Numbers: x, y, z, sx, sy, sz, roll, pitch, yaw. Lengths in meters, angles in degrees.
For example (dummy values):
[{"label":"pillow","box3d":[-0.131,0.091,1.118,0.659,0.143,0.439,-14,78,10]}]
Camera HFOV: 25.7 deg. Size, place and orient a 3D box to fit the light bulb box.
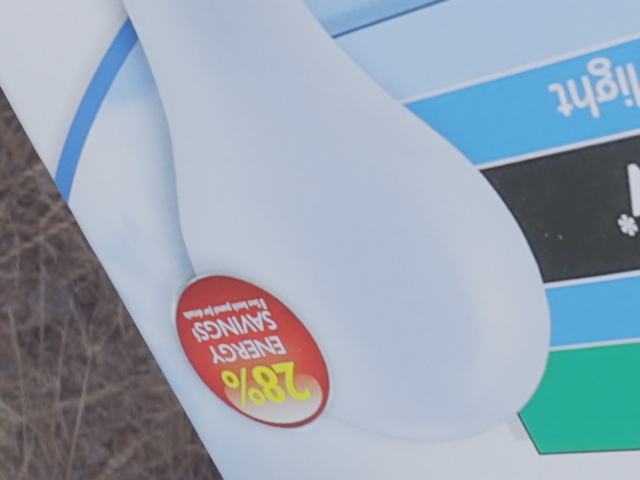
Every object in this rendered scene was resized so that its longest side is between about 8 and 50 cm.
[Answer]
[{"label":"light bulb box","box3d":[0.087,-0.089,0.476,0.358,0.361,0.225,-13,21,43]}]
